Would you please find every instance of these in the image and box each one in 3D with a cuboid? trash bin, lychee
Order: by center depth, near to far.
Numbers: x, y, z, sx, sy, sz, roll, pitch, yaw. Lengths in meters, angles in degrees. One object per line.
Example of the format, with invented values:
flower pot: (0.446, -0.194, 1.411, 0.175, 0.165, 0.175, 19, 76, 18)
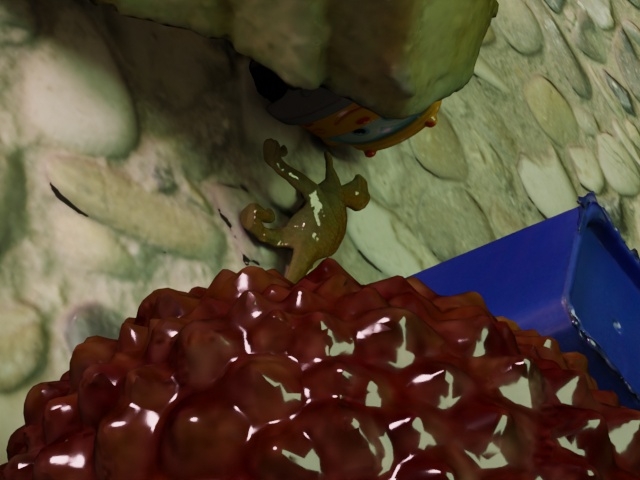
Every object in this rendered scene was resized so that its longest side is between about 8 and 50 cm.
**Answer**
lychee: (0.020, 0.159, 0.470, 0.330, 0.306, 0.306, 57, 33, -16)
trash bin: (0.093, 0.084, 0.678, 0.162, 0.234, 0.184, 48, 36, -16)

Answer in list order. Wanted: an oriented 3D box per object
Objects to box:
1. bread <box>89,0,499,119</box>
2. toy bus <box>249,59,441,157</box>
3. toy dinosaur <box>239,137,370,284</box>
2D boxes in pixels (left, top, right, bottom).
bread: (-0.027, -0.275, 0.668, 0.395, 0.264, 0.239, 23, 47, -6)
toy bus: (0.024, -0.171, 0.890, 0.136, 0.126, 0.210, 30, 43, -48)
toy dinosaur: (0.000, 0.000, 0.802, 0.126, 0.039, 0.162, 23, 49, -43)
